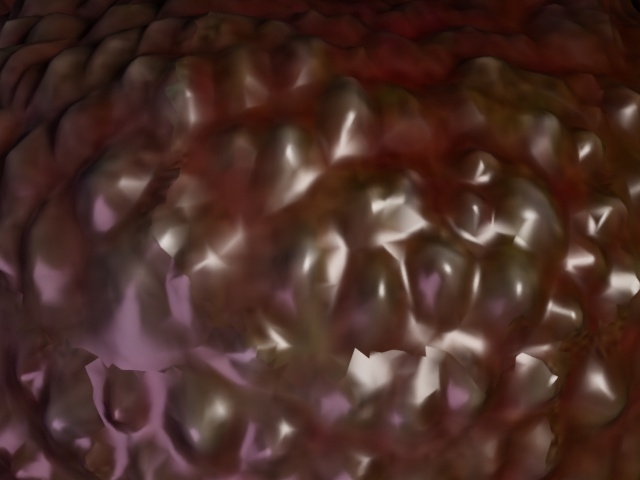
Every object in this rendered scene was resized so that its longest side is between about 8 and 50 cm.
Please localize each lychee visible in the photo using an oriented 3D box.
[{"bbox_3d":[0.000,0.000,0.381,0.165,0.165,0.197,20,116,36],"label":"lychee"}]
